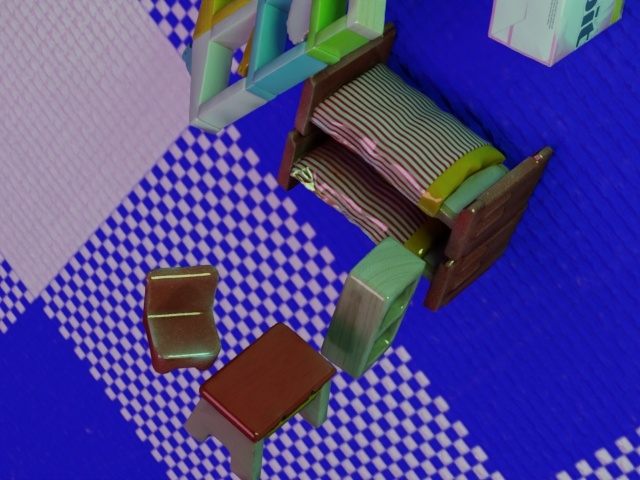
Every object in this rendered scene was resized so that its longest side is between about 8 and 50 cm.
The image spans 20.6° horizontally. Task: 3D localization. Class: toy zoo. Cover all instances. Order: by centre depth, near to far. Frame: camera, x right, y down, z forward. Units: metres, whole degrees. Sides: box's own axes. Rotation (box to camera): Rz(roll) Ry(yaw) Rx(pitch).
[{"bbox_3d":[-0.038,-0.213,1.543,0.030,0.192,0.293,22,152,-31],"label":"toy zoo"}]

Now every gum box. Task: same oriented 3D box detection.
[{"bbox_3d":[0.194,-0.240,1.334,0.062,0.107,0.188,30,134,27],"label":"gum box"}]

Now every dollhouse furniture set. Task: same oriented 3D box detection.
[{"bbox_3d":[0.000,0.000,1.485,0.201,0.374,0.152,39,142,17],"label":"dollhouse furniture set"}]
